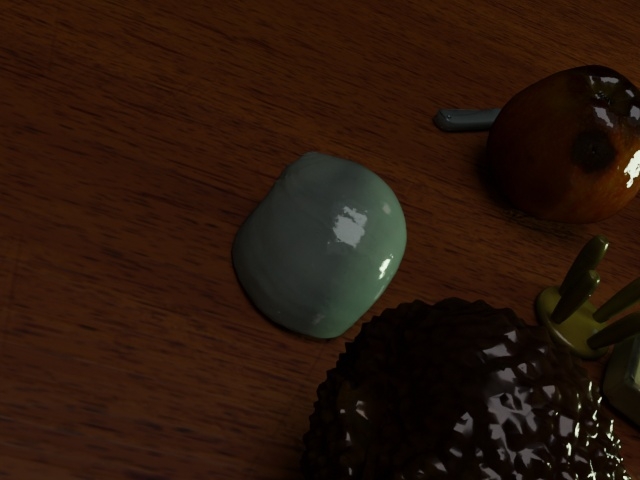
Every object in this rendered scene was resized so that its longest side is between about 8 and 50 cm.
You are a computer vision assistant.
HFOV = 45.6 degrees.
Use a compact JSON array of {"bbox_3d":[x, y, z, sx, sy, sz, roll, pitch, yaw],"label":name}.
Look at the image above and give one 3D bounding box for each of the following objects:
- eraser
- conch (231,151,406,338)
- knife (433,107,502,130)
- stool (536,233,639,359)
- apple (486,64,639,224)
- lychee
[{"bbox_3d":[0.433,0.194,0.926,0.172,0.058,0.117,38,45,2],"label":"eraser"},{"bbox_3d":[0.000,-0.005,0.825,0.185,0.121,0.221,1,48,9],"label":"conch"},{"bbox_3d":[0.242,-0.195,1.211,0.162,0.023,0.044,-9,52,-37],"label":"knife"},{"bbox_3d":[0.346,0.076,0.950,0.135,0.110,0.134,4,48,-31],"label":"stool"},{"bbox_3d":[0.360,-0.143,1.093,0.230,0.230,0.230,17,44,-17],"label":"apple"},{"bbox_3d":[0.119,0.186,0.607,0.268,0.267,0.267,17,44,-17],"label":"lychee"}]
